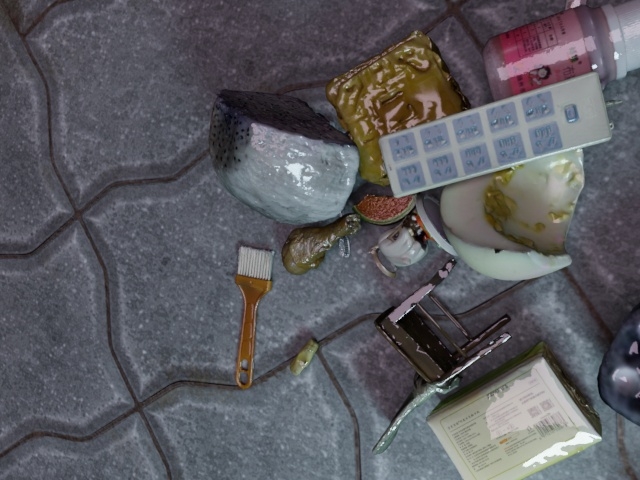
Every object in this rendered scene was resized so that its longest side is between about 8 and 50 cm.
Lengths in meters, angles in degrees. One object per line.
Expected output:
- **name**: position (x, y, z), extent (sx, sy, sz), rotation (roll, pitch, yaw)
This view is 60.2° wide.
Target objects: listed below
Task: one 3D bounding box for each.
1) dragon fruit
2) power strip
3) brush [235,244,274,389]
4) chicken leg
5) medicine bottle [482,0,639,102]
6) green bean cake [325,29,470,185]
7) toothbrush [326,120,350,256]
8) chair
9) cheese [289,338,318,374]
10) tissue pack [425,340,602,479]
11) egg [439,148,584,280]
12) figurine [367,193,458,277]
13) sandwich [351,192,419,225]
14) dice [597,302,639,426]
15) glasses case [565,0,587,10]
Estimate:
- **dragon fruit**: position (-0.091, -0.139, 1.003), extent (0.283, 0.221, 0.204), rotation (45, 125, 45)
- **power strip**: position (0.269, -0.162, 0.862), extent (0.367, 0.043, 0.106), rotation (-15, 98, 20)
- **brush**: position (-0.152, 0.170, 1.193), extent (0.090, 0.017, 0.314), rotation (8, 95, 25)
- **chicken leg**: position (-0.002, -0.001, 1.080), extent (0.198, 0.069, 0.085), rotation (-31, 54, 31)
- **medicine bottle**: position (0.394, -0.293, 0.878), extent (0.247, 0.147, 0.147), rotation (-14, 86, 24)
- **green bean cake**: position (0.145, -0.229, 0.991), extent (0.230, 0.131, 0.224), rotation (-27, 83, 22)
- **toothbrush**: position (0.034, -0.103, 1.099), extent (0.019, 0.025, 0.275), rotation (-7, 89, 24)
- **chair**: position (0.168, 0.204, 0.985), extent (0.319, 0.160, 0.186), rotation (-45, 80, 17)
- **cheese**: position (-0.034, 0.240, 1.129), extent (0.030, 0.044, 0.083), rotation (36, 103, 1)
- **tissue pack**: position (0.326, 0.302, 0.934), extent (0.234, 0.125, 0.159), rotation (-39, 76, 20)
- **egg**: position (0.317, -0.034, 0.911), extent (0.206, 0.162, 0.271), rotation (2, 50, 36)
- **figurine**: position (0.165, 0.007, 1.004), extent (0.154, 0.132, 0.132), rotation (-37, 78, 29)
- **sandwich**: position (0.127, -0.062, 1.059), extent (0.135, 0.029, 0.067), rotation (-10, 82, 24)
- **dice**: position (0.527, 0.196, 0.786), extent (0.183, 0.182, 0.181), rotation (32, 100, 50)
- **glasses case**: position (0.431, -0.416, 0.923), extent (0.032, 0.021, 0.083), rotation (11, 96, 20)
